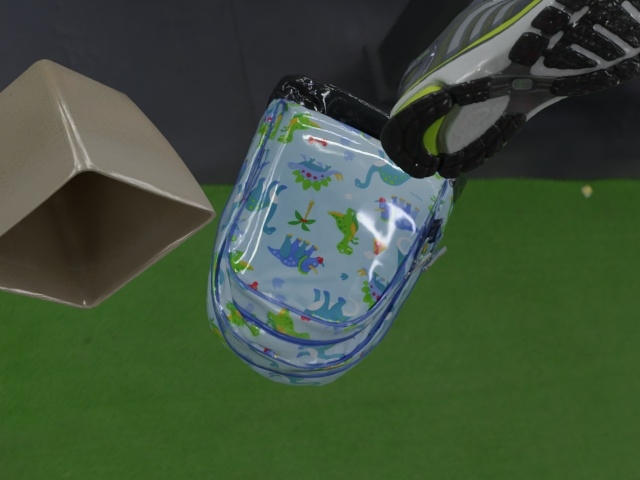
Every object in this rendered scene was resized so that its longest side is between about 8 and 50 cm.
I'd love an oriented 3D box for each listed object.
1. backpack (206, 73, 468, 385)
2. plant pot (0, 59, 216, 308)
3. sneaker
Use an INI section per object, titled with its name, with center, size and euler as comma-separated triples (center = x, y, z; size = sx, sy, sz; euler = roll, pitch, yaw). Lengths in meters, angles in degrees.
[backpack]
center = 0.000, 0.000, 1.433
size = 0.290, 0.273, 0.355
euler = 29, 80, -3
[plant pot]
center = -0.144, -0.036, 0.666
size = 0.109, 0.109, 0.096
euler = 21, 40, -53
[sneaker]
center = 0.173, -0.172, 0.967
size = 0.111, 0.300, 0.121
euler = 42, 33, -34
